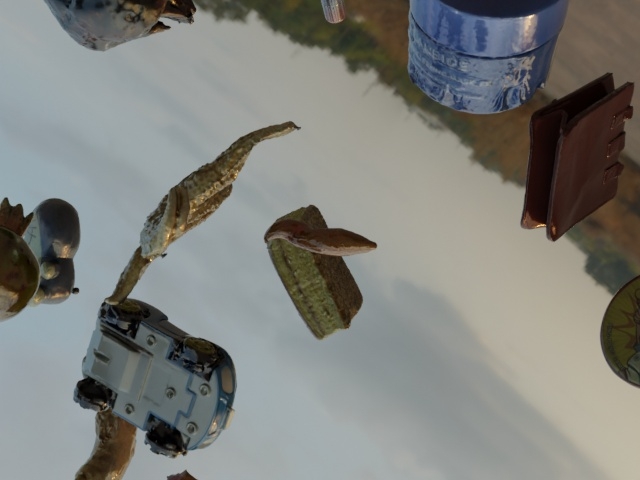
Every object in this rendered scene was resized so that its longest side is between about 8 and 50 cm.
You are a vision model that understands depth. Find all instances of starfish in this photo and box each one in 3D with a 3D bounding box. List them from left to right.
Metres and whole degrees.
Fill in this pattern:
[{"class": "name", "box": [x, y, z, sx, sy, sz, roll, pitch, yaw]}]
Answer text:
[{"class": "starfish", "box": [-0.191, -0.070, 1.637, 0.082, 0.324, 0.432, 45, -139, -2]}]

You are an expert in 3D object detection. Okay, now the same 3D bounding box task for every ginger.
[{"class": "ginger", "box": [-0.404, 0.408, 1.986, 0.074, 0.213, 0.137, -3, 147, 28]}]

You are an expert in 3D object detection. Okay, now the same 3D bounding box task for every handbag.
[{"class": "handbag", "box": [0.485, -0.154, 1.927, 0.084, 0.260, 0.275, 25, -138, 36]}]

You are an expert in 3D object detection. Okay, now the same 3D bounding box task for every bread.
[{"class": "bread", "box": [-0.016, 0.061, 1.994, 0.234, 0.110, 0.184, 65, -165, -9]}]

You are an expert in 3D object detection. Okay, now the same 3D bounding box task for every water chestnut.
[{"class": "water chestnut", "box": [-0.363, -0.479, 1.848, 0.289, 0.289, 0.244, 45, -177, 23]}]

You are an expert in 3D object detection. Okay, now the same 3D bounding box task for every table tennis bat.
[{"class": "table tennis bat", "box": [0.613, 0.123, 1.725, 0.200, 0.310, 0.038, 52, -175, 15]}]

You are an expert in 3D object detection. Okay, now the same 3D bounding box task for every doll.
[{"class": "doll", "box": [-0.649, 0.027, 2.448, 0.154, 0.259, 0.228, 0, 178, -21]}]

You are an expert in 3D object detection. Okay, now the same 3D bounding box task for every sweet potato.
[{"class": "sweet potato", "box": [0.000, -0.002, 1.826, 0.202, 0.055, 0.058, 11, 169, 4]}]

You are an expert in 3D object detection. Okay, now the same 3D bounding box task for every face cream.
[{"class": "face cream", "box": [0.264, -0.355, 1.638, 0.249, 0.249, 0.225, 47, 158, 30]}]

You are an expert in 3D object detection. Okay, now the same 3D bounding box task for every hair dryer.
[{"class": "hair dryer", "box": [0.011, -0.421, 1.719, 0.063, 0.037, 0.114, 74, 179, -49]}]

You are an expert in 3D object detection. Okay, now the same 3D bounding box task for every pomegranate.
[{"class": "pomegranate", "box": [-0.489, 0.030, 1.529, 0.159, 0.159, 0.205, 35, -131, -28]}]

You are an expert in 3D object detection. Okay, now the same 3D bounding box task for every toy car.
[{"class": "toy car", "box": [-0.258, 0.219, 1.697, 0.314, 0.198, 0.166, 24, -166, 25]}]

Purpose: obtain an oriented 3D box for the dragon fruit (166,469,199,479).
[{"class": "dragon fruit", "box": [-0.220, 0.585, 1.851, 0.291, 0.250, 0.269, 53, -151, -12]}]
